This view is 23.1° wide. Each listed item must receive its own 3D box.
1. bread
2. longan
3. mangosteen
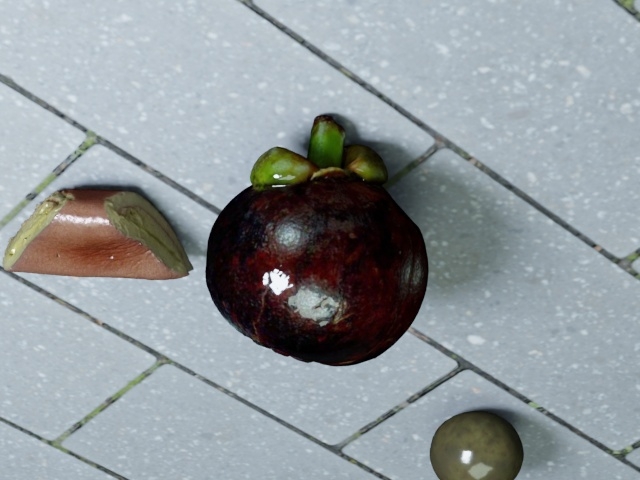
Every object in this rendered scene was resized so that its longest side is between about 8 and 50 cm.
[{"bbox_3d":[-0.221,-0.009,1.540,0.192,0.067,0.119,5,144,0],"label":"bread"},{"bbox_3d":[0.176,0.239,1.768,0.106,0.106,0.119,-5,178,9],"label":"longan"},{"bbox_3d":[0.004,0.011,1.470,0.216,0.216,0.216,1,136,1],"label":"mangosteen"}]
